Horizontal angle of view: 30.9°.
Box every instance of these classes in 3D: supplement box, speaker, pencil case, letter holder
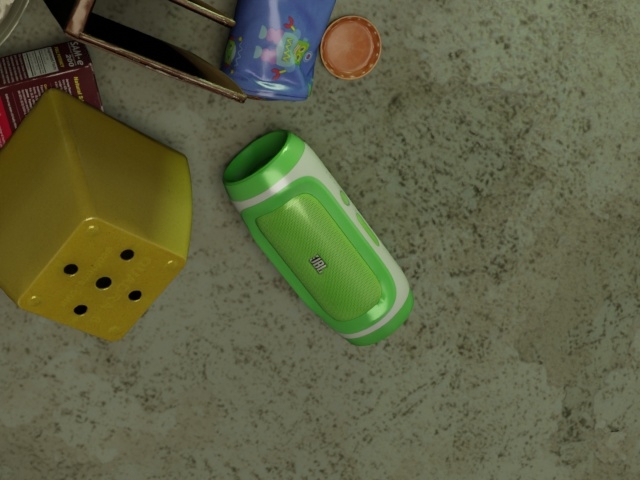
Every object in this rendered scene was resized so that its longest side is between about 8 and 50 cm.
[{"bbox_3d":[-0.378,-0.142,1.364,0.239,0.073,0.130,-15,132,-12],"label":"supplement box"},{"bbox_3d":[0.000,0.000,1.520,0.131,0.131,0.296,-39,114,-2],"label":"speaker"},{"bbox_3d":[-0.029,-0.316,1.409,0.133,0.119,0.306,10,104,-29],"label":"pencil case"},{"bbox_3d":[-0.170,-0.275,1.278,0.214,0.302,0.152,21,100,-23],"label":"letter holder"}]

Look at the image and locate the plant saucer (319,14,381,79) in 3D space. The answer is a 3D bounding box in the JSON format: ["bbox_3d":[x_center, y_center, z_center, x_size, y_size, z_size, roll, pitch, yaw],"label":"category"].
[{"bbox_3d":[0.038,-0.252,1.509,0.083,0.013,0.083,-5,108,-16],"label":"plant saucer"}]

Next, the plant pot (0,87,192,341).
[{"bbox_3d":[-0.272,-0.010,1.347,0.212,0.187,0.212,28,113,-39],"label":"plant pot"}]

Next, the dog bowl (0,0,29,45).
[{"bbox_3d":[-0.489,-0.337,1.266,0.348,0.102,0.349,-5,109,-16],"label":"dog bowl"}]
